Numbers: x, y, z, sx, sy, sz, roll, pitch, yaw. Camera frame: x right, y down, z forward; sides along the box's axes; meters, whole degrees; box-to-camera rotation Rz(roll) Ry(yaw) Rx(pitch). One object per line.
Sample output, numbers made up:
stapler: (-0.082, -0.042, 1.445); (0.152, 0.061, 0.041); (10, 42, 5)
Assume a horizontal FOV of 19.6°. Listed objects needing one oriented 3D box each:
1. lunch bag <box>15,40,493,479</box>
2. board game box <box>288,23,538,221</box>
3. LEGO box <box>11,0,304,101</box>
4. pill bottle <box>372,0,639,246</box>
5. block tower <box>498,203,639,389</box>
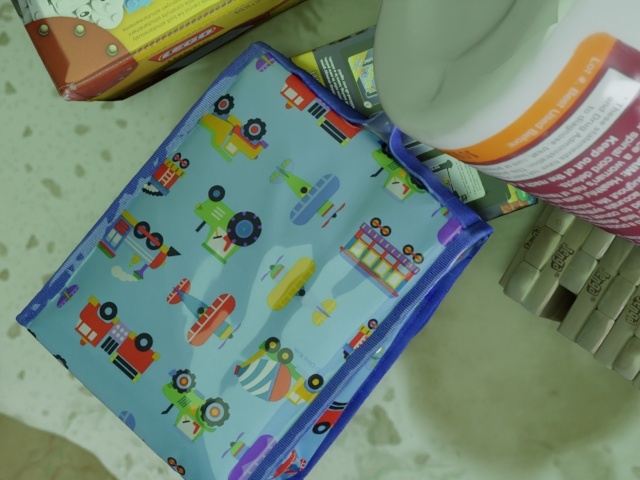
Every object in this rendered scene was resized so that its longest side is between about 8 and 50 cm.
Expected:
lunch bag: (-0.037, 0.016, 1.345); (0.221, 0.138, 0.293); (41, 104, 13)
board game box: (0.071, -0.084, 1.402); (0.141, 0.048, 0.170); (-20, 93, 9)
LEGO box: (-0.034, -0.376, 1.316); (0.500, 0.193, 0.372); (-28, 91, 8)
pill bottle: (0.250, -0.099, 1.225); (0.392, 0.224, 0.224); (24, 98, -28)
block tower: (0.282, 0.087, 1.313); (0.335, 0.091, 0.097); (35, 99, 25)
